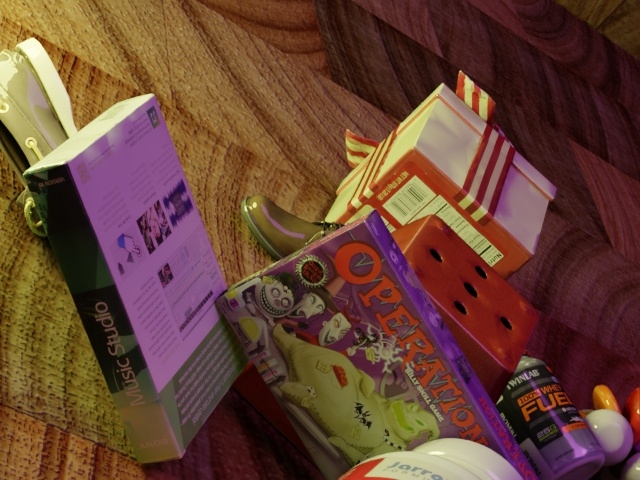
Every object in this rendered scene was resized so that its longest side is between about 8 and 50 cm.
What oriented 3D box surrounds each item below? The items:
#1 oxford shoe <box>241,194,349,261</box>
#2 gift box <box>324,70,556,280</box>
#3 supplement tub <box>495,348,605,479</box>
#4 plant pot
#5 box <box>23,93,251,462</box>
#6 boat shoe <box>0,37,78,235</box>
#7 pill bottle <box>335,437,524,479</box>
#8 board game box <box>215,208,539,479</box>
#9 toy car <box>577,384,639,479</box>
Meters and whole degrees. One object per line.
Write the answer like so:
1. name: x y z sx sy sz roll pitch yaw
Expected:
1. oxford shoe: 0.000 0.000 2.050 0.227 0.096 0.083 34 30 -16
2. gift box: 0.152 -0.059 2.171 0.276 0.255 0.258 47 28 -9
3. supplement tub: 0.276 0.236 2.073 0.117 0.117 0.190 5 46 -52
4. plant pot: 0.099 0.127 1.850 0.267 0.236 0.267 43 26 -1
5. box: -0.179 0.034 1.631 0.322 0.058 0.232 70 23 -15
6. boat shoe: -0.290 -0.063 1.732 0.096 0.116 0.324 -24 81 -18
7. pill bottle: 0.058 0.336 1.485 0.229 0.229 0.407 48 30 8
8. board game box: 0.060 0.161 1.687 0.347 0.208 0.056 58 23 -6
9. toy car: 0.423 0.273 2.157 0.182 0.136 0.159 45 -7 1
